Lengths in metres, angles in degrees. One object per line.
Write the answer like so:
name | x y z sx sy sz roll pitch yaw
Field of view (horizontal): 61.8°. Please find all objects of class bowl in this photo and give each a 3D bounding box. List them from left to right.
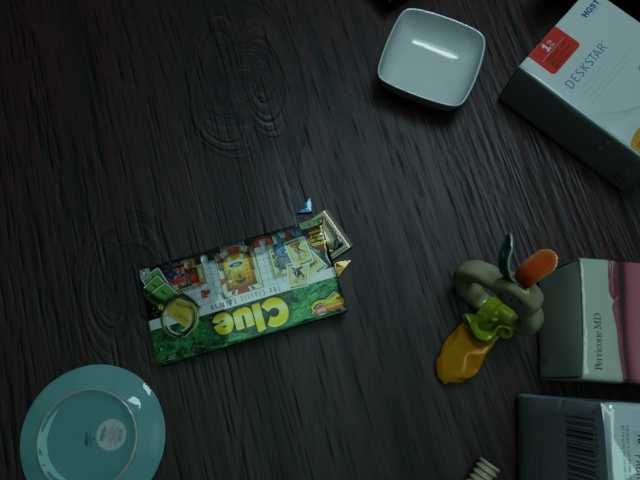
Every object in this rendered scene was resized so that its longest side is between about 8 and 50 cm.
bowl | 0.164 -0.265 0.806 0.142 0.053 0.142 21 77 5

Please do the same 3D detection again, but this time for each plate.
plate | -0.295 0.254 0.685 0.188 0.024 0.188 0 75 0

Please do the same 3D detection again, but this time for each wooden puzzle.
wooden puzzle | 0.000 0.000 0.758 0.078 0.014 0.116 -40 80 -10

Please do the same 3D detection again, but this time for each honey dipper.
honey dipper | 0.171 0.348 0.668 0.030 0.030 0.160 34 80 7

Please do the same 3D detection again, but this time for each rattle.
rattle | 0.195 0.088 0.643 0.143 0.199 0.130 -31 79 -8

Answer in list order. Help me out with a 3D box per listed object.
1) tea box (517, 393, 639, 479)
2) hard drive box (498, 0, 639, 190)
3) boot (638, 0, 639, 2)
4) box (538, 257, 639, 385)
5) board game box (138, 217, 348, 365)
tea box | 0.407 0.348 0.572 0.324 0.220 0.328 5 76 -2
hard drive box | 0.416 -0.218 0.781 0.232 0.089 0.181 40 78 9
boot | 0.473 -0.377 0.777 0.263 0.091 0.229 -27 73 -42
box | 0.415 0.112 0.679 0.232 0.127 0.148 5 77 0
board game box | -0.106 0.069 0.725 0.260 0.030 0.136 -17 79 -2
